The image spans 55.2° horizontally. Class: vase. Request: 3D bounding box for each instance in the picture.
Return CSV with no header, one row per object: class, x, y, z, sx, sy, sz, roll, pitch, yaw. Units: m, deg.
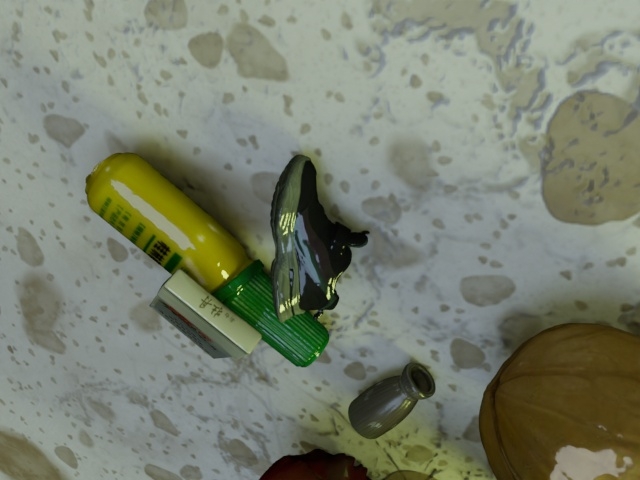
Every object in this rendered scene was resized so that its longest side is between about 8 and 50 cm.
vase,0.081,0.181,0.696,0.053,0.053,0.100,42,122,-5

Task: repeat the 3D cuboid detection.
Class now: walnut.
walnut,0.256,0.171,0.540,0.226,0.193,0.193,17,124,9

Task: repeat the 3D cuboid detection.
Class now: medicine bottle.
medicine bottle,-0.116,0.025,0.669,0.309,0.076,0.111,40,160,-8

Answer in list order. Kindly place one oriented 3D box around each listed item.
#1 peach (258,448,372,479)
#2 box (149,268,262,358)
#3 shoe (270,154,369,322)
peach,0.048,0.444,0.666,0.406,0.335,0.310,32,86,22
box,-0.137,0.089,0.684,0.109,0.029,0.198,41,159,-7
shoe,0.000,0.000,0.614,0.099,0.071,0.169,2,99,-8
